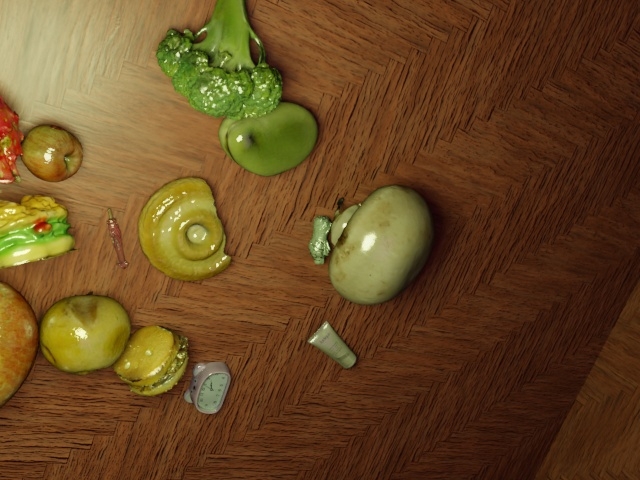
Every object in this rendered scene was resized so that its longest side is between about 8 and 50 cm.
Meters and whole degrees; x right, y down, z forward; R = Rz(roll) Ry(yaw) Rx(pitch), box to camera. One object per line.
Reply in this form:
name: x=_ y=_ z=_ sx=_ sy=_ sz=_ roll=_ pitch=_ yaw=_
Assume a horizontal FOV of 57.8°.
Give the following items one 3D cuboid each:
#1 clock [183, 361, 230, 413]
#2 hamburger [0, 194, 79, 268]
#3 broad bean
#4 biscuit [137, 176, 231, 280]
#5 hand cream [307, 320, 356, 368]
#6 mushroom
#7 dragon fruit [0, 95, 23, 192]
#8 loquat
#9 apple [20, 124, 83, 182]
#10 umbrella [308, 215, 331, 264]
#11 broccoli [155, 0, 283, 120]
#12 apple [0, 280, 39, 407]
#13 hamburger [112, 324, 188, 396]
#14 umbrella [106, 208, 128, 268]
clock: x=-0.328 y=0.428 z=1.684 sx=0.110 sy=0.050 sz=0.152 roll=13 pitch=104 yaw=-28
hamburger: x=-0.654 y=-0.020 z=1.254 sx=0.237 sy=0.237 sz=0.148 roll=-14 pitch=97 yaw=-19
broad bean: x=-0.120 y=-0.252 z=1.461 sx=0.263 sy=0.121 sz=0.188 roll=-11 pitch=118 yaw=-23
biscuit: x=-0.348 y=-0.011 z=1.471 sx=0.213 sy=0.091 sz=0.274 roll=-25 pitch=121 yaw=-16
hand cream: x=0.047 y=0.339 z=1.826 sx=0.087 sy=0.054 sz=0.186 roll=-47 pitch=115 yaw=-6
mushroom: x=0.149 y=0.001 z=1.625 sx=0.362 sy=0.295 sz=0.362 roll=-44 pitch=154 yaw=-29
dragon fruit: x=-0.697 y=-0.203 z=1.151 sx=0.210 sy=0.205 sz=0.268 roll=-41 pitch=90 yaw=28
loquat: x=-0.568 y=0.219 z=1.398 sx=0.213 sy=0.213 sz=0.212 roll=-9 pitch=114 yaw=-21
apple: x=-0.589 y=-0.189 z=1.270 sx=0.102 sy=0.126 sz=0.125 roll=21 pitch=104 yaw=11
umbrella: x=0.000 y=0.000 z=1.654 sx=0.062 sy=0.067 sz=0.143 roll=-17 pitch=115 yaw=-58
broccoli: x=-0.241 y=-0.410 z=1.337 sx=0.254 sy=0.186 sz=0.302 roll=-20 pitch=75 yaw=-13
apple: x=-0.764 y=0.236 z=1.270 sx=0.278 sy=0.250 sz=0.309 roll=32 pitch=74 yaw=3
hamburger: x=-0.431 y=0.313 z=1.520 sx=0.191 sy=0.182 sz=0.118 roll=-40 pitch=138 yaw=-15
umbrella: x=-0.507 y=-0.001 z=1.440 sx=0.027 sy=0.025 sz=0.165 roll=-28 pitch=124 yaw=-38
